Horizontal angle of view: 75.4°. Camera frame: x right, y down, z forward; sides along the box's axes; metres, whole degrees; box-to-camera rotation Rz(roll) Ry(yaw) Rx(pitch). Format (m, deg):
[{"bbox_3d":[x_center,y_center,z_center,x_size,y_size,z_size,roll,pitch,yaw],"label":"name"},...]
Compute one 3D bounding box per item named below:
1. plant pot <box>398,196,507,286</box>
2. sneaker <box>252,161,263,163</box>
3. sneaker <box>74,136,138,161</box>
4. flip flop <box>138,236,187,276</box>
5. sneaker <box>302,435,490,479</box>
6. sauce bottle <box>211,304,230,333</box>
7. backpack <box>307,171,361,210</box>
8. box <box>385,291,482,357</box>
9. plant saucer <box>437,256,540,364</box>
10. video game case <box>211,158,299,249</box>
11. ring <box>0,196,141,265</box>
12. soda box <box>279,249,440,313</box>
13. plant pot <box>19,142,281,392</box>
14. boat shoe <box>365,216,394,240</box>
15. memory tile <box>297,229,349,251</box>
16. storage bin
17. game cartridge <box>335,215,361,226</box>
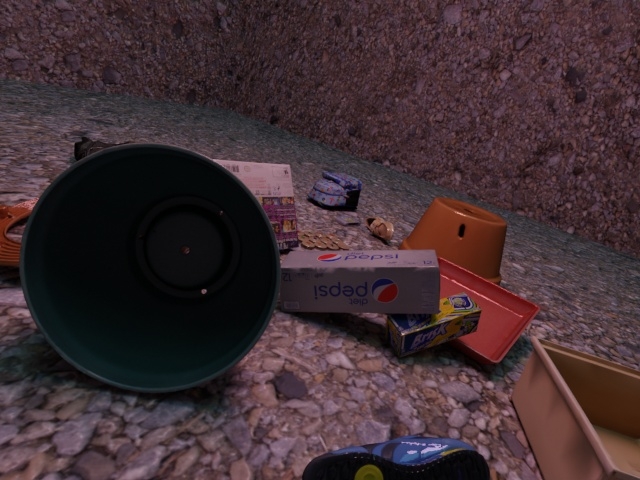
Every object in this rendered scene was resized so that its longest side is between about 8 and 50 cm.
[{"bbox_3d":[0.376,0.010,1.140,0.290,0.204,0.291,15,20,-6],"label":"plant pot"},{"bbox_3d":[-0.186,-0.191,1.348,0.108,0.130,0.286,24,20,26],"label":"sneaker"},{"bbox_3d":[-0.652,-0.273,1.265,0.130,0.087,0.227,24,26,4],"label":"sneaker"},{"bbox_3d":[-0.301,0.011,0.772,0.112,0.080,0.277,9,31,9],"label":"flip flop"},{"bbox_3d":[0.079,0.260,0.465,0.209,0.069,0.082,2,-10,-13],"label":"sneaker"},{"bbox_3d":[-0.156,0.124,0.659,0.042,0.042,0.128,3,21,-33],"label":"sauce bottle"},{"bbox_3d":[0.046,-0.185,1.534,0.173,0.117,0.158,-5,27,-39],"label":"backpack"},{"bbox_3d":[0.204,0.152,0.754,0.168,0.059,0.054,-14,35,-17],"label":"box"},{"bbox_3d":[0.299,0.146,0.890,0.258,0.048,0.259,30,34,33],"label":"plant saucer"},{"bbox_3d":[-0.151,-0.075,0.961,0.041,0.211,0.232,-6,2,41],"label":"video game case"},{"bbox_3d":[-0.454,-0.050,0.766,0.335,0.032,0.337,0,26,0],"label":"ring"},{"bbox_3d":[0.071,0.074,0.766,0.285,0.091,0.098,-1,17,11],"label":"soda box"},{"bbox_3d":[-0.201,0.023,0.571,0.292,0.294,0.196,13,7,-8],"label":"plant pot"},{"bbox_3d":[0.188,-0.040,1.342,0.059,0.063,0.170,9,11,-12],"label":"boat shoe"},{"bbox_3d":[0.000,0.000,1.152,0.147,0.012,0.113,6,23,-28],"label":"memory tile"},{"bbox_3d":[0.429,0.286,0.557,0.260,0.123,0.262,17,19,4],"label":"storage bin"},{"bbox_3d":[0.091,-0.065,1.395,0.083,0.017,0.055,-5,25,-46],"label":"game cartridge"}]
